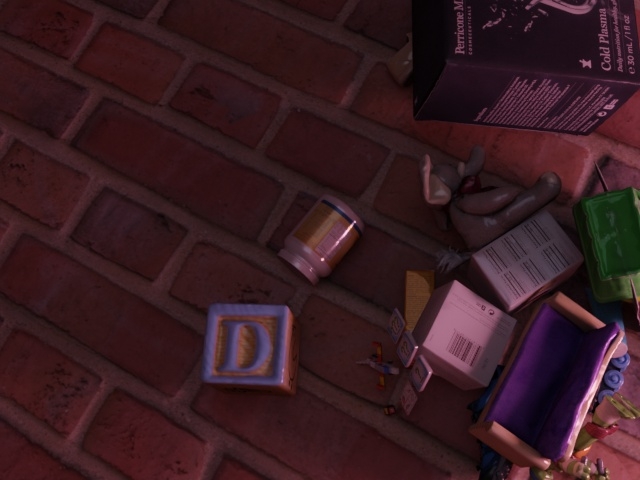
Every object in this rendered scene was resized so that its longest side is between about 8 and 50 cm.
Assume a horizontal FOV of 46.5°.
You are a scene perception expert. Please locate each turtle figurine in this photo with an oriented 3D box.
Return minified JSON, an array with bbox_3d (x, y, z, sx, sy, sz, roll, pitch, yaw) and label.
[{"bbox_3d":[0.589,0.471,1.581,0.198,0.274,0.266,27,107,-25],"label":"turtle figurine"}]

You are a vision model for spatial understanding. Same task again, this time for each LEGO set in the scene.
[{"bbox_3d":[0.161,0.299,1.706,0.060,0.244,0.182,-9,50,-23],"label":"LEGO set"}]

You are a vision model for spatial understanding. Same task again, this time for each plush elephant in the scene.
[{"bbox_3d":[0.355,-0.104,1.778,0.330,0.272,0.255,-32,75,-1],"label":"plush elephant"}]

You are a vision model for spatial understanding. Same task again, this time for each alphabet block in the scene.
[{"bbox_3d":[-0.159,0.261,1.764,0.194,0.197,0.192,3,73,9],"label":"alphabet block"}]

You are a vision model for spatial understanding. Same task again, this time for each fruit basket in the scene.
[{"bbox_3d":[0.680,0.023,1.654,0.166,0.353,0.326,-17,68,26],"label":"fruit basket"}]

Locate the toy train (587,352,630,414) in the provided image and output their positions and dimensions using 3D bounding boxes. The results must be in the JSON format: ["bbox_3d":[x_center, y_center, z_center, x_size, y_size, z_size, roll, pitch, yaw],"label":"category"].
[{"bbox_3d":[0.636,0.311,1.707,0.105,0.080,0.184,19,74,21],"label":"toy train"}]

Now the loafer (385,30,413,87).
[{"bbox_3d":[0.278,-0.540,2.026,0.092,0.102,0.268,39,81,11],"label":"loafer"}]

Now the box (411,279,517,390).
[{"bbox_3d":[0.316,0.218,1.697,0.181,0.119,0.181,33,67,-7],"label":"box"}]

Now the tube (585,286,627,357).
[{"bbox_3d":[0.665,0.178,1.723,0.080,0.052,0.207,8,39,6],"label":"tube"}]

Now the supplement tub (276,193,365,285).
[{"bbox_3d":[0.000,0.000,1.858,0.144,0.144,0.199,37,80,17],"label":"supplement tub"}]

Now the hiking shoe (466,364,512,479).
[{"bbox_3d":[0.390,0.425,1.694,0.132,0.113,0.304,15,64,20],"label":"hiking shoe"}]

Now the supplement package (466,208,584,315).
[{"bbox_3d":[0.473,0.065,1.747,0.203,0.194,0.149,-32,71,-3],"label":"supplement package"}]

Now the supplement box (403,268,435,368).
[{"bbox_3d":[0.239,0.190,1.798,0.080,0.078,0.233,-1,72,7],"label":"supplement box"}]

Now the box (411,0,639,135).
[{"bbox_3d":[0.486,-0.544,1.842,0.472,0.297,0.479,3,72,-7],"label":"box"}]

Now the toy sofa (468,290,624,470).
[{"bbox_3d":[0.481,0.293,1.587,0.150,0.177,0.362,36,67,-2],"label":"toy sofa"}]
